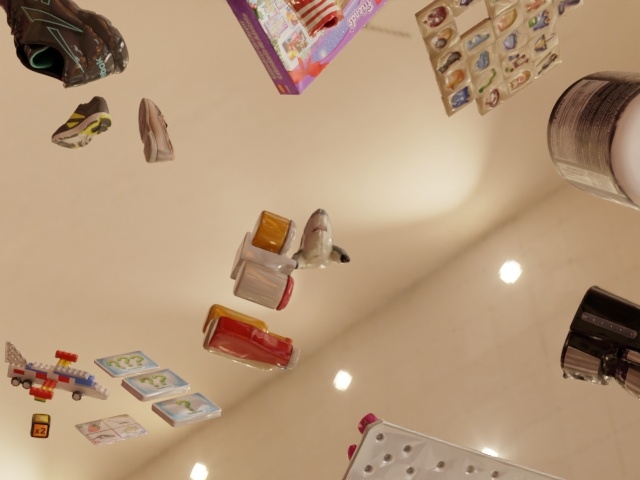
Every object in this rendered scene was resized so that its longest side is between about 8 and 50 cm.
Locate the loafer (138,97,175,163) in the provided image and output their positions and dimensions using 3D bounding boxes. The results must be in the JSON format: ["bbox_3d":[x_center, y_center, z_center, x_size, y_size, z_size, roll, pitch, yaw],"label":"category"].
[{"bbox_3d":[-0.228,-0.151,1.737,0.125,0.039,0.045,-106,-151,-44],"label":"loafer"}]

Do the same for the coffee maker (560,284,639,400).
[{"bbox_3d":[0.414,0.126,1.564,0.178,0.120,0.171,23,-122,32],"label":"coffee maker"}]

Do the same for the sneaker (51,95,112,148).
[{"bbox_3d":[-0.244,-0.121,1.283,0.083,0.031,0.035,-21,-118,33],"label":"sneaker"}]

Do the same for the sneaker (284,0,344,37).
[{"bbox_3d":[-0.042,-0.334,1.657,0.087,0.128,0.221,-31,-149,-1],"label":"sneaker"}]

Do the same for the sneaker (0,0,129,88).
[{"bbox_3d":[-0.385,-0.299,1.707,0.267,0.101,0.106,36,-122,23],"label":"sneaker"}]

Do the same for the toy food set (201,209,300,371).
[{"bbox_3d":[-0.055,0.073,1.358,0.232,0.104,0.111,121,-14,-46],"label":"toy food set"}]

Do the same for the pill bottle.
[{"bbox_3d":[0.303,-0.102,1.227,0.130,0.130,0.246,-55,-168,3],"label":"pill bottle"}]

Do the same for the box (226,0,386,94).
[{"bbox_3d":[-0.013,-0.418,2.147,0.057,0.201,0.293,8,-132,46],"label":"box"}]

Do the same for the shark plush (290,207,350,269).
[{"bbox_3d":[0.000,0.000,1.539,0.073,0.161,0.067,-8,-93,5],"label":"shark plush"}]

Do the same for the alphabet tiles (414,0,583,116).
[{"bbox_3d":[0.209,-0.235,1.392,0.198,0.237,0.009,-35,-120,-3],"label":"alphabet tiles"}]

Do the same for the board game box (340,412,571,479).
[{"bbox_3d":[0.136,0.439,1.581,0.390,0.390,0.050,-65,-154,8],"label":"board game box"}]

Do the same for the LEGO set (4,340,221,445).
[{"bbox_3d":[-0.265,0.175,1.513,0.182,0.244,0.060,30,-63,40],"label":"LEGO set"}]
